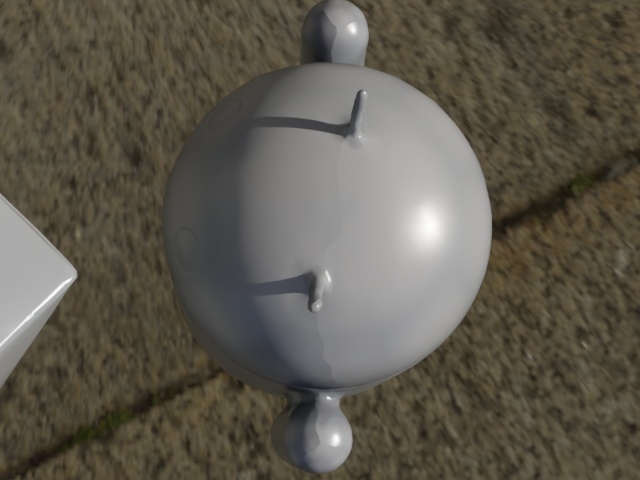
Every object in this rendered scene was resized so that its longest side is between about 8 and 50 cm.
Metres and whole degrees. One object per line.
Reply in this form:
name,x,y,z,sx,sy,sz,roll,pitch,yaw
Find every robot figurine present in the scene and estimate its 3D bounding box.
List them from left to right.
robot figurine,0.000,0.000,1.058,0.200,0.353,0.300,0,83,-3

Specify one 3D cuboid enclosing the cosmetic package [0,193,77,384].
cosmetic package,-0.252,0.075,0.740,0.138,0.224,0.224,44,62,0
